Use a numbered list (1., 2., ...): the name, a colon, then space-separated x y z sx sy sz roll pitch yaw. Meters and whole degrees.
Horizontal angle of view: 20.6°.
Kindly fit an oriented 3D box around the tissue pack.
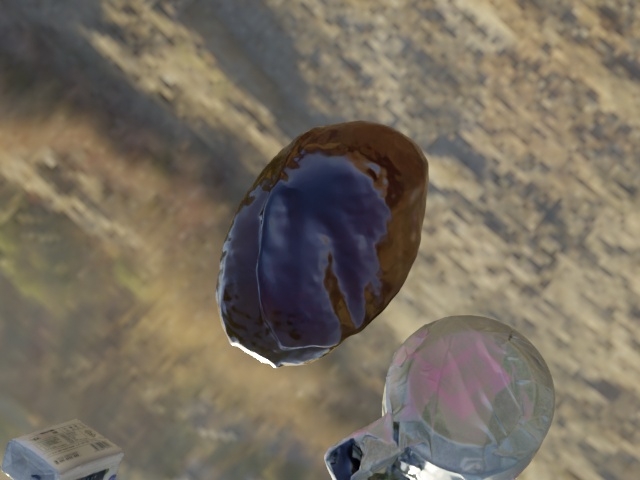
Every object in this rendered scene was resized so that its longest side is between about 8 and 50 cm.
1. tissue pack: -0.214 0.183 1.465 0.062 0.083 0.042 32 113 26

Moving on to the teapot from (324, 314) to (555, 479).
1. teapot: 0.124 0.199 1.728 0.163 0.221 0.178 32 157 14

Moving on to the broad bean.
1. broad bean: 0.003 0.001 1.497 0.156 0.228 0.122 31 -171 9
